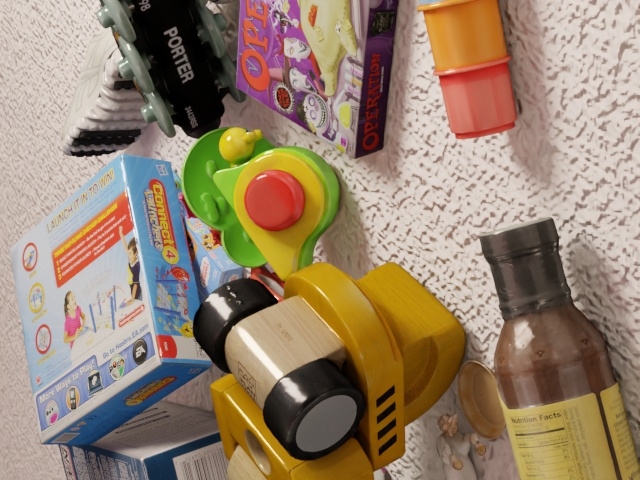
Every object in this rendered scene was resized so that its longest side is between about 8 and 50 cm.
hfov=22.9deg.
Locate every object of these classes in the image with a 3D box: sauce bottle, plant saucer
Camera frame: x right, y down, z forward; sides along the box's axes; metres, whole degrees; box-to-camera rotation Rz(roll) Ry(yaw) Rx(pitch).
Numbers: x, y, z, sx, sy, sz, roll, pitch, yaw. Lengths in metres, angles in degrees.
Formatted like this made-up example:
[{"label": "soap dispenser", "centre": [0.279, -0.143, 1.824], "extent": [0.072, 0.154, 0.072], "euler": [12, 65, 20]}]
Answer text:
[{"label": "sauce bottle", "centre": [0.221, 0.151, 1.427], "extent": [0.111, 0.111, 0.344], "euler": [-14, 89, 62]}, {"label": "plant saucer", "centre": [0.170, 0.162, 1.618], "extent": [0.083, 0.015, 0.083], "euler": [36, 133, 51]}]

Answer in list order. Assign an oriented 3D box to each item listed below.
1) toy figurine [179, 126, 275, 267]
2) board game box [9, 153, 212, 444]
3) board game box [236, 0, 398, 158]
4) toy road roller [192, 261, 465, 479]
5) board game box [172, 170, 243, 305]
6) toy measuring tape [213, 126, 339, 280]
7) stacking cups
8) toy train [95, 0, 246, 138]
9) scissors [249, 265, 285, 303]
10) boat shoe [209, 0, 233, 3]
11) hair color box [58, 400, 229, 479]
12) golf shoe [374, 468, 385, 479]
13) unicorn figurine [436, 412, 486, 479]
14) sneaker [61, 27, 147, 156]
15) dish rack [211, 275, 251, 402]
[{"label": "toy figurine", "centre": [-0.116, -0.042, 1.954], "extent": [0.159, 0.130, 0.173], "euler": [154, 99, -73]}, {"label": "board game box", "centre": [-0.294, 0.086, 2.153], "extent": [0.308, 0.086, 0.302], "euler": [-34, 60, 41]}, {"label": "board game box", "centre": [-0.003, -0.281, 1.657], "extent": [0.208, 0.056, 0.347], "euler": [37, 134, 41]}, {"label": "toy road roller", "centre": [0.025, 0.169, 1.673], "extent": [0.202, 0.240, 0.330], "euler": [46, 151, 41]}, {"label": "board game box", "centre": [-0.178, 0.031, 2.165], "extent": [0.211, 0.039, 0.160], "euler": [53, 144, 38]}, {"label": "toy measuring tape", "centre": [0.000, 0.000, 1.783], "extent": [0.330, 0.121, 0.121], "euler": [54, 149, 4]}, {"label": "stacking cups", "centre": [0.113, -0.250, 1.441], "extent": [0.096, 0.096, 0.316], "euler": [7, 109, 60]}, {"label": "toy train", "centre": [-0.198, -0.267, 1.884], "extent": [0.190, 0.142, 0.334], "euler": [55, 171, 36]}, {"label": "scissors", "centre": [-0.078, 0.033, 1.931], "extent": [0.297, 0.109, 0.021], "euler": [39, 106, 51]}, {"label": "boat shoe", "centre": [-0.124, -0.386, 1.816], "extent": [0.096, 0.088, 0.268], "euler": [55, 146, 32]}, {"label": "hair color box", "centre": [-0.234, 0.314, 2.258], "extent": [0.347, 0.173, 0.105], "euler": [0, 104, 62]}, {"label": "golf shoe", "centre": [0.045, 0.337, 1.801], "extent": [0.306, 0.140, 0.115], "euler": [42, 136, 44]}, {"label": "unicorn figurine", "centre": [0.147, 0.260, 1.673], "extent": [0.111, 0.060, 0.162], "euler": [-177, 88, -73]}, {"label": "sneaker", "centre": [-0.291, -0.217, 2.199], "extent": [0.292, 0.110, 0.118], "euler": [-48, 53, 48]}, {"label": "dish rack", "centre": [-0.067, 0.187, 1.967], "extent": [0.208, 0.074, 0.272], "euler": [54, 155, 36]}]
